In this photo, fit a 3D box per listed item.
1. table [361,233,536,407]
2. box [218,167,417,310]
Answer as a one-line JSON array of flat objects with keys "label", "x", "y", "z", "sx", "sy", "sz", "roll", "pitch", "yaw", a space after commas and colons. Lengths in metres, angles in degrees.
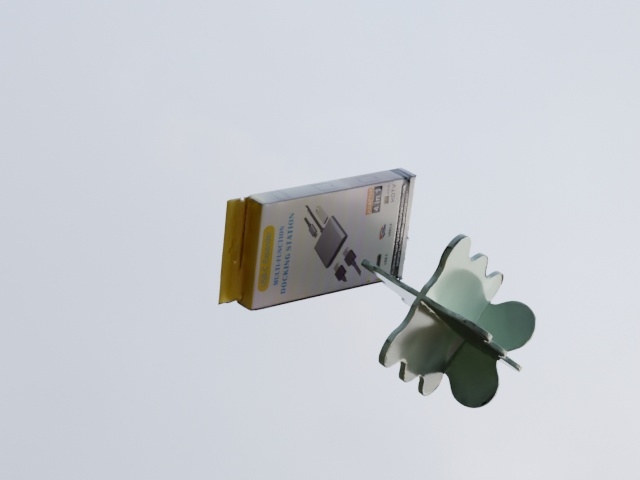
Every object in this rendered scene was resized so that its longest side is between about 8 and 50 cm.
[{"label": "table", "x": 0.134, "y": 0.084, "z": 1.778, "sx": 0.166, "sy": 0.166, "sz": 0.198, "roll": 19, "pitch": -9, "yaw": 24}, {"label": "box", "x": 0.000, "y": 0.000, "z": 1.785, "sx": 0.033, "sy": 0.247, "sz": 0.129, "roll": 30, "pitch": -58, "yaw": 44}]
